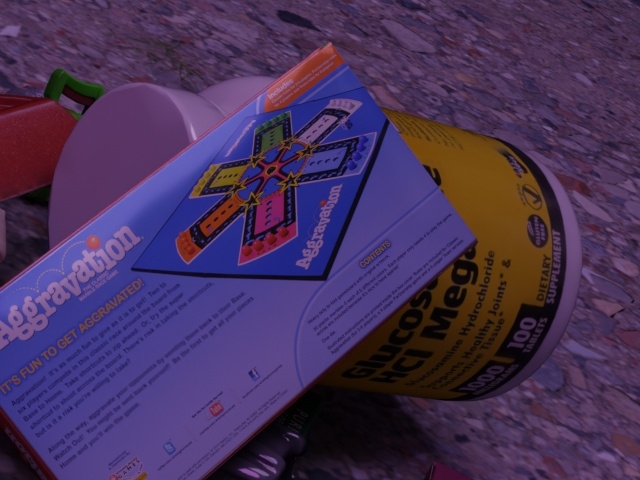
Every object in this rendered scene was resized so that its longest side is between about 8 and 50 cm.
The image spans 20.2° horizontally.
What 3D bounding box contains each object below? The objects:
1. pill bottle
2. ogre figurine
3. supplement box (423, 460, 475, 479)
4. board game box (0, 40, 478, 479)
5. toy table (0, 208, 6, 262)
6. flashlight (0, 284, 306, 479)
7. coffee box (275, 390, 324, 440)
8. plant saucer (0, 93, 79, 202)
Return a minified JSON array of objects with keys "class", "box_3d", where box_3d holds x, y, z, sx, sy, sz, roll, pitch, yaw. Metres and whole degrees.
[{"class":"pill bottle","box_3d":[0.000,0.000,1.154,0.334,0.188,0.188,10,27,-44]},{"class":"ogre figurine","box_3d":[-0.212,-0.078,1.310,0.118,0.097,0.197,4,-5,-44]},{"class":"supplement box","box_3d":[0.065,0.183,1.063,0.043,0.083,0.055,27,23,2]},{"class":"board game box","box_3d":[-0.054,0.025,0.967,0.281,0.027,0.145,-39,96,-26]},{"class":"toy table","box_3d":[-0.296,-0.009,0.880,0.274,0.252,0.161,2,-21,14]},{"class":"flashlight","box_3d":[-0.161,0.088,1.027,0.304,0.103,0.103,26,-5,10]},{"class":"coffee box","box_3d":[-0.095,0.095,1.139,0.184,0.040,0.113,26,20,1]},{"class":"plant saucer","box_3d":[-0.301,-0.059,1.110,0.258,0.048,0.259,6,16,22]}]
